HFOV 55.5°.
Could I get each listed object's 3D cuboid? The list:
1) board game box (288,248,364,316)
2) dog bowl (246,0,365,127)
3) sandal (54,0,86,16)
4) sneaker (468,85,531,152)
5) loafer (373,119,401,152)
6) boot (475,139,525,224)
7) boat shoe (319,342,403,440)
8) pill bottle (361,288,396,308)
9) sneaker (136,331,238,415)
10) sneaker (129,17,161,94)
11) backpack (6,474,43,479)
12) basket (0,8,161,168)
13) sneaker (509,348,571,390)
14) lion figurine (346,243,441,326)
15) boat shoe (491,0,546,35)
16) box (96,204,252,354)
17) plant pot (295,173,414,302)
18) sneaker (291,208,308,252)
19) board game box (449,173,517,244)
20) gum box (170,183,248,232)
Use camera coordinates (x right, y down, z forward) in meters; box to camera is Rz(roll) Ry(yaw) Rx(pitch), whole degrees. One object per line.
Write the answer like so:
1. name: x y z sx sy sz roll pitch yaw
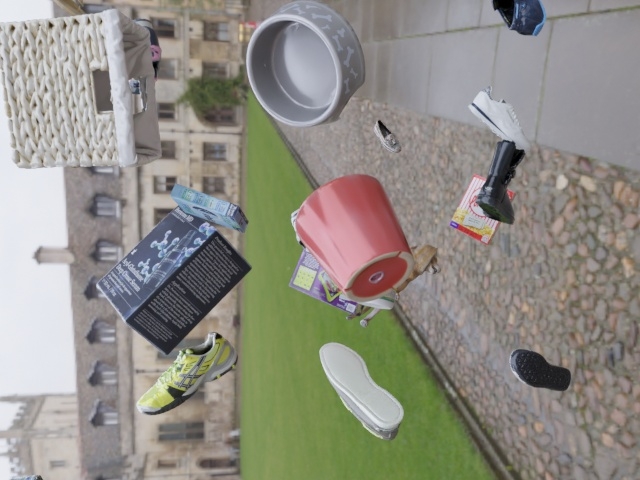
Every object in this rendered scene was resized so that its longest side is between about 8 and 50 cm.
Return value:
1. board game box: 0.047 0.128 2.241 0.347 0.056 0.208 20 90 43
2. dog bowl: -0.053 -0.471 1.669 0.102 0.349 0.348 -43 -31 -47
3. sandal: -0.603 -0.608 1.403 0.079 0.240 0.088 -47 -1 15
4. sneaker: 0.559 -0.359 1.834 0.095 0.235 0.090 -48 8 13
5. loafer: 0.204 -0.319 1.856 0.125 0.045 0.039 54 162 28
6. boot: 0.554 -0.171 1.815 0.246 0.094 0.207 28 -96 -56
7. boat shoe: 0.096 0.387 1.573 0.305 0.109 0.091 43 146 39
8. pill bottle: 0.179 0.094 1.828 0.117 0.118 0.208 137 145 -77
9. sneaker: -0.484 0.463 2.145 0.145 0.385 0.147 17 136 55
10. sneaker: -0.515 -0.483 1.738 0.131 0.112 0.319 66 158 11
11. backpack: -0.639 0.599 1.297 0.152 0.115 0.181 129 133 -58
12. basket: -0.533 -0.332 1.399 0.331 0.267 0.328 -107 14 -79
13. sneaker: 0.539 0.334 1.551 0.097 0.235 0.084 5 70 56
14. lion figurine: 0.259 0.157 2.233 0.392 0.142 0.240 -39 2 45
15. boat shoe: 0.447 -0.581 1.429 0.109 0.089 0.258 101 163 -44
16. box: -0.479 0.118 1.990 0.294 0.395 0.212 29 161 49
17. plant pot: 0.099 0.007 1.563 0.274 0.275 0.243 101 149 -48
18. sneaker: 0.000 0.000 2.090 0.094 0.235 0.153 -29 45 30
19. board game box: 0.537 -0.103 2.013 0.045 0.147 0.193 -6 -58 -61
20. gum box: -0.297 -0.084 1.648 0.157 0.185 0.041 82 -152 -77
